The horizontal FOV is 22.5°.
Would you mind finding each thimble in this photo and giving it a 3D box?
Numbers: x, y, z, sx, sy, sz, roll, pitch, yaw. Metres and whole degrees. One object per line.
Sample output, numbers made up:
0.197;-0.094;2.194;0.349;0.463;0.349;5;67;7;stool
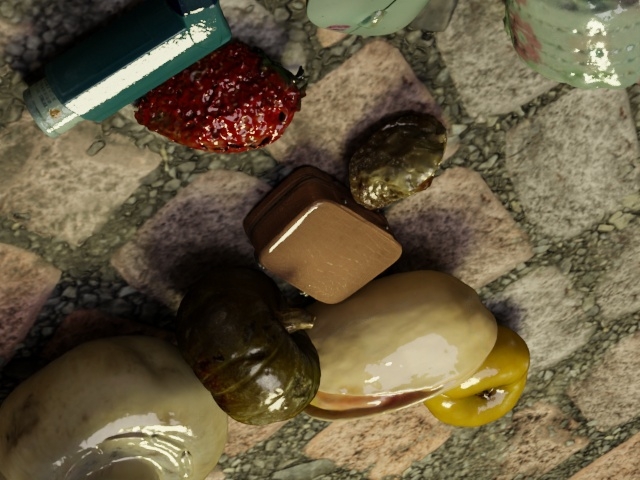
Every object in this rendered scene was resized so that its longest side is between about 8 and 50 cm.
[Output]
0.310;-0.277;1.862;0.211;0.185;0.149;6;139;15;thimble

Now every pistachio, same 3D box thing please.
0.092;0.145;2.187;0.299;0.187;0.187;-19;140;0;pistachio

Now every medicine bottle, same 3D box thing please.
-0.207;-0.211;1.729;0.258;0.079;0.124;-33;139;9;medicine bottle

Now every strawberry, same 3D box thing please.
-0.103;-0.153;1.845;0.192;0.085;0.140;8;131;-32;strawberry

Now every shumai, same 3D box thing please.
0.103;-0.085;2.015;0.139;0.105;0.123;-18;137;3;shumai

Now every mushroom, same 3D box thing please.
-0.256;0.302;2.062;0.314;0.336;0.314;-9;141;-7;mushroom

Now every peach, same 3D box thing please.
0.227;0.200;2.380;0.179;0.103;0.179;-12;138;-11;peach

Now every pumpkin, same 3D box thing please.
-0.080;0.128;2.042;0.162;0.219;0.219;-31;140;13;pumpkin

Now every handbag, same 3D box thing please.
0.000;0.000;2.073;0.151;0.072;0.193;-42;139;18;handbag

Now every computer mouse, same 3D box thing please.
0.096;-0.326;1.754;0.159;0.097;0.288;3;132;-33;computer mouse
